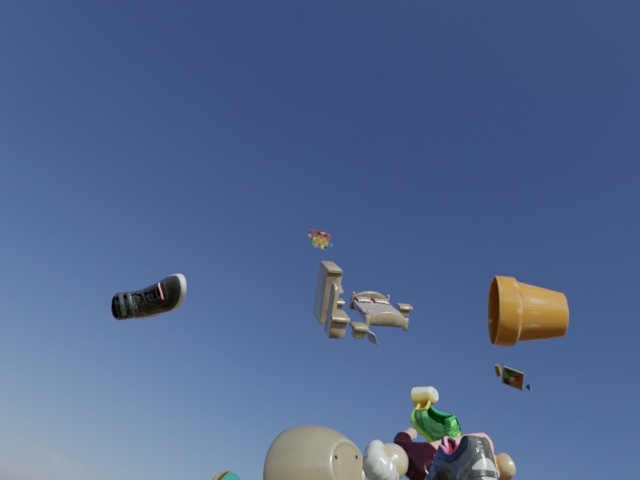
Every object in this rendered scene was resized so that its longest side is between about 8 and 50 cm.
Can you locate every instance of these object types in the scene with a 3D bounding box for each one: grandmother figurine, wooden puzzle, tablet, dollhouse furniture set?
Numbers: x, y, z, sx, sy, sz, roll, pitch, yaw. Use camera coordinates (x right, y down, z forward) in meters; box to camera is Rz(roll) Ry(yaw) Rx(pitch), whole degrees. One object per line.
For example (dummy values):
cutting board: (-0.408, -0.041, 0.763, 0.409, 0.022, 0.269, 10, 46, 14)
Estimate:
grandmother figurine: (0.234, 0.463, 0.962, 0.342, 0.104, 0.208, 11, 1, -27)
wooden puzzle: (0.000, 0.000, 1.352, 0.083, 0.049, 0.006, 17, -7, -9)
tablet: (0.216, 0.409, 1.915, 0.054, 0.006, 0.083, 24, -33, 40)
wooden puzzle: (0.626, 0.451, 1.481, 0.116, 0.014, 0.079, 5, -67, 44)
dollhouse furniture set: (0.173, 0.178, 1.401, 0.355, 0.174, 0.303, 6, 9, -13)

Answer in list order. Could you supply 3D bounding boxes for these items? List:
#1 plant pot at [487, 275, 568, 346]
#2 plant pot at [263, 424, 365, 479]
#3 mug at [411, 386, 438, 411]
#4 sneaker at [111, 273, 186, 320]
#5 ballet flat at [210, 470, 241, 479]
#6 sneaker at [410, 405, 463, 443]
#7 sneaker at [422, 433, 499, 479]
plant pot: (0.599, 0.210, 1.317, 0.187, 0.205, 0.205, 3, -40, 12)
plant pot: (0.012, 0.639, 1.245, 0.284, 0.284, 0.191, 37, -51, -21)
mug: (0.310, 0.464, 1.328, 0.064, 0.078, 0.062, -27, -43, 36)
sneaker: (-0.539, 0.183, 1.400, 0.295, 0.105, 0.146, -29, -19, 36)
ballet flat: (-0.207, 0.476, 0.755, 0.073, 0.232, 0.080, -38, -100, 16)
sneaker: (0.451, 0.683, 1.589, 0.295, 0.109, 0.124, 35, -69, 27)
sneaker: (0.100, 0.183, 0.348, 0.047, 0.057, 0.119, 10, -41, -13)
